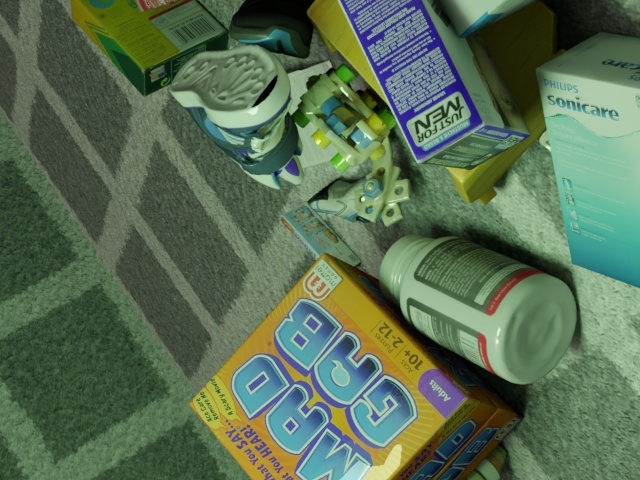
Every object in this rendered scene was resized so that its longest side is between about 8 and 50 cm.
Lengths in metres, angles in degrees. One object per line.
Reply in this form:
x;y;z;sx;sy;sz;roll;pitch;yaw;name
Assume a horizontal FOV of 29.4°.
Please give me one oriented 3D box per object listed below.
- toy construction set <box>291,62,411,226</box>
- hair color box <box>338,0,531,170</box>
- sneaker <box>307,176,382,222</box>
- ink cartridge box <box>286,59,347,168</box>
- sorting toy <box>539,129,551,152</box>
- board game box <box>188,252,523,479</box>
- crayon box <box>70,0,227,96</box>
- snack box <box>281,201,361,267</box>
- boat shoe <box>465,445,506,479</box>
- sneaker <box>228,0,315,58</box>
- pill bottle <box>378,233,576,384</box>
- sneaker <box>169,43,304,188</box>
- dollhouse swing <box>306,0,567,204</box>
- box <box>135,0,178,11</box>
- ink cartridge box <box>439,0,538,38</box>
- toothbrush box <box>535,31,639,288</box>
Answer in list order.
0.067;-0.165;1.969;0.215;0.151;0.328;51;178;30;toy construction set
0.126;-0.262;1.547;0.110;0.185;0.339;-29;78;24;hair color box
0.049;-0.067;2.249;0.086;0.085;0.237;58;159;-15;sneaker
-0.012;-0.231;2.239;0.224;0.056;0.181;-13;107;44;ink cartridge box
0.338;-0.134;1.665;0.075;0.045;0.083;-37;84;42;sorting toy
0.071;0.297;2.131;0.356;0.356;0.356;45;-173;26;board game box
-0.357;-0.446;2.431;0.318;0.202;0.081;48;153;25;crayon box
0.000;0.000;2.427;0.178;0.064;0.022;48;153;23;snack box
0.258;0.440;2.397;0.113;0.103;0.302;53;156;-18;boat shoe
-0.063;-0.371;1.863;0.341;0.125;0.140;-98;25;-68;sneaker
0.241;0.095;1.966;0.318;0.176;0.176;26;140;49;pill bottle
-0.075;-0.169;1.814;0.236;0.130;0.322;43;169;-29;sneaker
0.206;-0.258;1.780;0.315;0.305;0.347;-48;69;20;dollhouse swing
-0.321;-0.577;2.309;0.128;0.122;0.257;7;124;58;box
0.250;-0.333;1.464;0.082;0.190;0.139;59;154;3;ink cartridge box
0.407;-0.092;1.518;0.216;0.126;0.296;23;138;52;toothbrush box
